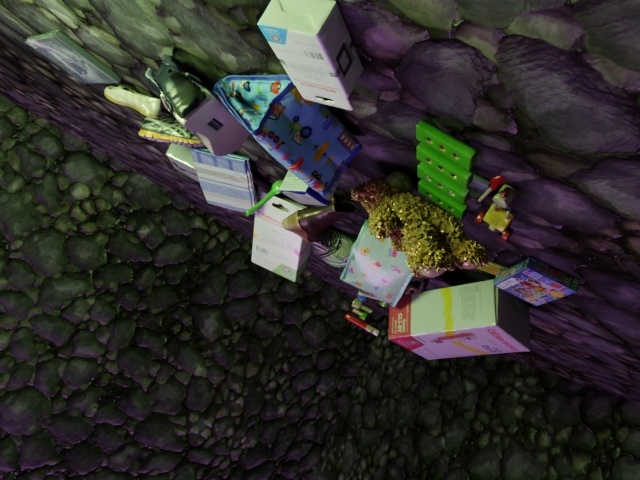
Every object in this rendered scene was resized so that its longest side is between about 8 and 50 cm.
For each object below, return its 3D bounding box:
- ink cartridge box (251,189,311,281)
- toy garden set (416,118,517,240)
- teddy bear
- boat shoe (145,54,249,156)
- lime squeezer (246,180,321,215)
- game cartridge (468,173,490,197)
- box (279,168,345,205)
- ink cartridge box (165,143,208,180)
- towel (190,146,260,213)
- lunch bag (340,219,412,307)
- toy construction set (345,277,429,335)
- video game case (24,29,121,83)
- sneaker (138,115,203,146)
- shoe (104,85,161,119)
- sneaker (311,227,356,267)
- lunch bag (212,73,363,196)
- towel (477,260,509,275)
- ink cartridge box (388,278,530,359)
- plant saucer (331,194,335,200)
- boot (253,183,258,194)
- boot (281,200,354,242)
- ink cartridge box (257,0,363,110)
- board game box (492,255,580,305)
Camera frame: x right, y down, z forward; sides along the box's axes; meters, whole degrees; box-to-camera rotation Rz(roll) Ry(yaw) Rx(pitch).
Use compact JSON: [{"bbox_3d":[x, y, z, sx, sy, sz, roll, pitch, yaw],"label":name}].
[{"bbox_3d":[-0.136,-0.039,1.926,0.207,0.119,0.353,24,132,15],"label":"ink cartridge box"},{"bbox_3d":[0.269,-0.105,0.919,0.204,0.049,0.244,37,170,22],"label":"toy garden set"},{"bbox_3d":[0.201,-0.045,1.067,0.245,0.113,0.337,-2,-142,-8],"label":"teddy bear"},{"bbox_3d":[-0.281,-0.317,1.219,0.158,0.127,0.340,50,180,9],"label":"boat shoe"},{"bbox_3d":[-0.095,-0.139,1.660,0.311,0.109,0.059,-3,171,-35],"label":"lime squeezer"},{"bbox_3d":[0.300,-0.108,1.007,0.056,0.017,0.083,29,171,6],"label":"game cartridge"},{"bbox_3d":[-0.014,-0.157,1.209,0.072,0.137,0.126,32,169,-31],"label":"box"},{"bbox_3d":[-0.455,-0.283,1.861,0.153,0.086,0.208,26,169,1],"label":"ink cartridge box"},{"bbox_3d":[-0.317,-0.200,1.741,0.210,0.034,0.285,13,147,10],"label":"towel"},{"bbox_3d":[0.208,0.058,1.680,0.224,0.160,0.262,26,137,7],"label":"lunch bag"},{"bbox_3d":[0.266,0.212,1.907,0.237,0.308,0.257,29,180,19],"label":"toy construction set"},{"bbox_3d":[-0.717,-0.522,1.485,0.274,0.026,0.196,18,167,45],"label":"video game case"},{"bbox_3d":[-0.446,-0.340,1.586,0.215,0.083,0.084,10,177,-9],"label":"sneaker"},{"bbox_3d":[-0.549,-0.420,1.515,0.219,0.058,0.077,27,-158,21],"label":"shoe"},{"bbox_3d":[0.000,0.000,2.009,0.344,0.134,0.146,21,167,31],"label":"sneaker"},{"bbox_3d":[-0.092,-0.246,1.082,0.221,0.138,0.293,37,179,-40],"label":"lunch bag"},{"bbox_3d":[0.474,0.077,1.500,0.237,0.021,0.102,22,168,27],"label":"towel"},{"bbox_3d":[0.464,0.277,1.725,0.385,0.160,0.279,-17,144,38],"label":"ink cartridge box"},{"bbox_3d":[0.009,-0.147,1.569,0.084,0.013,0.083,25,170,5],"label":"plant saucer"},{"bbox_3d":[-0.306,-0.225,1.841,0.190,0.075,0.208,4,156,-13],"label":"boot"},{"bbox_3d":[0.021,-0.061,1.643,0.207,0.090,0.248,-15,168,29],"label":"boot"},{"bbox_3d":[-0.005,-0.279,0.776,0.104,0.060,0.180,21,169,26],"label":"ink cartridge box"},{"bbox_3d":[0.556,0.111,1.340,0.136,0.035,0.201,26,162,2],"label":"board game box"}]
